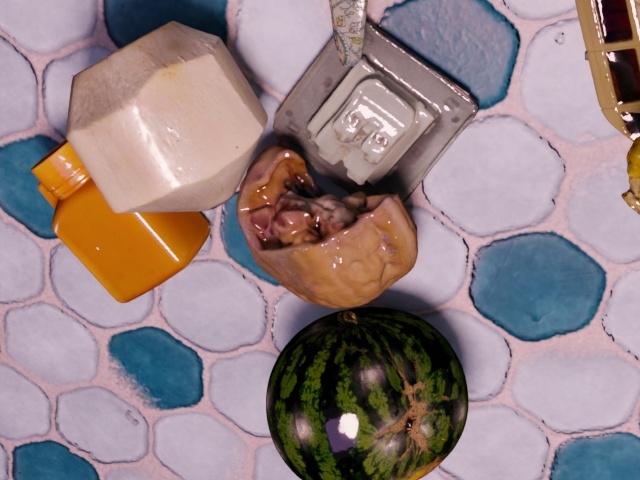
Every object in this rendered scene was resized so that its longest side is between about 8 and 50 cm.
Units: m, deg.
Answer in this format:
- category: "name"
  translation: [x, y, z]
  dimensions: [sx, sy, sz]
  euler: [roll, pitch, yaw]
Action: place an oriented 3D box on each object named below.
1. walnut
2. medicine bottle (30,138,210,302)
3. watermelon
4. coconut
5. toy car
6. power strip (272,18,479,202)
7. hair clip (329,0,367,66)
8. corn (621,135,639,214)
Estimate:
- category: "walnut"
  translation: [-0.004, 0.005, 1.288]
  dimensions: [0.238, 0.141, 0.204]
  euler: [25, 145, 19]
- category: "medicine bottle"
  translation: [-0.274, -0.042, 1.381]
  dimensions: [0.149, 0.112, 0.222]
  euler: [-30, 108, 31]
- category: "watermelon"
  translation: [0.058, 0.209, 1.346]
  dimensions: [0.269, 0.269, 0.269]
  euler: [8, 123, 13]
- category: "coconut"
  translation: [-0.183, -0.132, 1.233]
  dimensions: [0.241, 0.241, 0.241]
  euler: [8, 123, 13]
- category: "toy car"
  translation: [0.352, -0.186, 1.098]
  dimensions: [0.124, 0.101, 0.257]
  euler: [-6, 117, 30]
- category: "power strip"
  translation: [0.055, -0.139, 1.244]
  dimensions: [0.198, 0.064, 0.213]
  euler: [34, 125, -5]
- category: "hair clip"
  translation: [0.038, -0.303, 1.141]
  dimensions: [0.066, 0.036, 0.229]
  euler: [14, 114, 20]
- category: "corn"
  translation: [0.448, -0.139, 0.981]
  dimensions: [0.363, 0.120, 0.120]
  euler: [-38, 105, 14]
